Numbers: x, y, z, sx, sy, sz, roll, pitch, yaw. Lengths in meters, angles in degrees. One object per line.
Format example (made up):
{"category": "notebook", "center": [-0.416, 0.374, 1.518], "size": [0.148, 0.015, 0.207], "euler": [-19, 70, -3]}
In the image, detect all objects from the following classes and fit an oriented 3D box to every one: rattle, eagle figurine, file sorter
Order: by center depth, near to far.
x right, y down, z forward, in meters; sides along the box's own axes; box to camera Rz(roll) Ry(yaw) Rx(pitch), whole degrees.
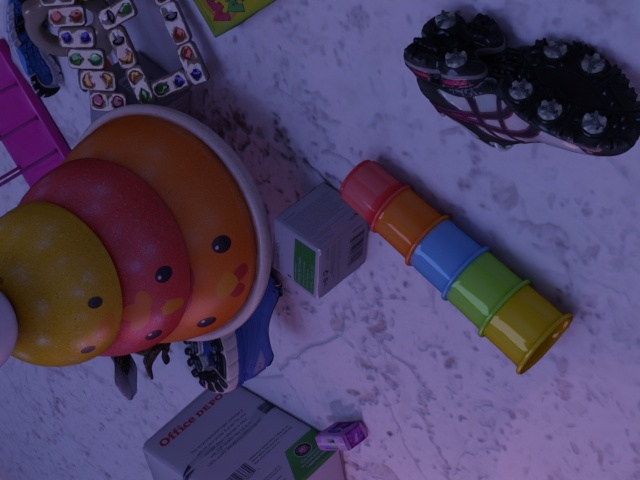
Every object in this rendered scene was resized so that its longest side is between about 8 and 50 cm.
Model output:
{"category": "rattle", "center": [-0.370, -0.332, 1.665], "size": [0.143, 0.130, 0.200], "euler": [51, -178, 32]}
{"category": "file sorter", "center": [-0.596, -0.169, 1.980], "size": [0.202, 0.182, 0.291], "euler": [-10, 113, 54]}
{"category": "eagle figurine", "center": [-0.390, 0.116, 1.984], "size": [0.298, 0.225, 0.226], "euler": [22, 140, 12]}

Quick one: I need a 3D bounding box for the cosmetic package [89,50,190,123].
{"category": "cosmetic package", "center": [-0.273, -0.148, 1.684], "size": [0.127, 0.107, 0.238], "euler": [37, 146, 20]}

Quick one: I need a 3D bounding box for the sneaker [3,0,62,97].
{"category": "sneaker", "center": [-0.484, -0.325, 1.804], "size": [0.083, 0.071, 0.191], "euler": [33, 142, 36]}

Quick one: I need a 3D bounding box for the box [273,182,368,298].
{"category": "box", "center": [0.000, 0.000, 1.487], "size": [0.087, 0.102, 0.101], "euler": [36, 145, 27]}

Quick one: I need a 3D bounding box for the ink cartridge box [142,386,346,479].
{"category": "ink cartridge box", "center": [-0.131, 0.390, 1.916], "size": [0.289, 0.211, 0.122], "euler": [25, 140, 37]}

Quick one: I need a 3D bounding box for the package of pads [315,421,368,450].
{"category": "package of pads", "center": [0.034, 0.315, 1.788], "size": [0.083, 0.050, 0.032], "euler": [-16, 103, 55]}

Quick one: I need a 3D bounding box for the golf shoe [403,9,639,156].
{"category": "golf shoe", "center": [0.209, -0.142, 1.124], "size": [0.272, 0.105, 0.120], "euler": [33, 158, 36]}

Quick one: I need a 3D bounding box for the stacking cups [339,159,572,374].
{"category": "stacking cups", "center": [0.154, 0.024, 1.344], "size": [0.316, 0.096, 0.096], "euler": [42, 146, 21]}

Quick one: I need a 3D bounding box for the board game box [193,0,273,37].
{"category": "board game box", "center": [-0.094, -0.321, 1.352], "size": [0.181, 0.043, 0.092], "euler": [-15, 109, 55]}

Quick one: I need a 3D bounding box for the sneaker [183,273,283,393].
{"category": "sneaker", "center": [-0.145, 0.057, 1.698], "size": [0.129, 0.147, 0.330], "euler": [-3, 98, 46]}

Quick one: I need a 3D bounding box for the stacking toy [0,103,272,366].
{"category": "stacking toy", "center": [-0.317, 0.052, 1.397], "size": [0.350, 0.480, 0.351], "euler": [15, 119, 28]}

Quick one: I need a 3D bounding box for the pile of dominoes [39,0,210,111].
{"category": "pile of dominoes", "center": [-0.286, -0.296, 1.509], "size": [0.195, 0.040, 0.251], "euler": [-20, 99, 24]}
